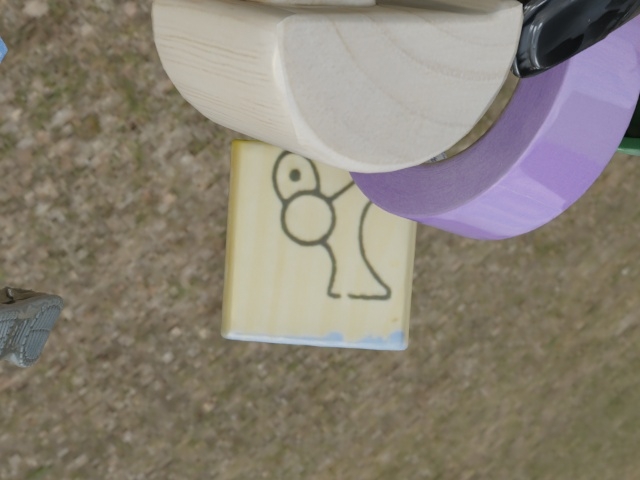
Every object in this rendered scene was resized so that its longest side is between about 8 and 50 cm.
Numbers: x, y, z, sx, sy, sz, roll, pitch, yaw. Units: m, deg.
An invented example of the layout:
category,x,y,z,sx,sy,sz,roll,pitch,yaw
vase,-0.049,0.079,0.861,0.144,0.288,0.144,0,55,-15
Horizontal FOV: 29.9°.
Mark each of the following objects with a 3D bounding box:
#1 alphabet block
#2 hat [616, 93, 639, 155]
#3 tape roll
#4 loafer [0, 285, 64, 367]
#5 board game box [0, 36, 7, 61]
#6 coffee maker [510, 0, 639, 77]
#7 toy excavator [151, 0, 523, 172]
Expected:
category,x,y,z,sx,sy,sz,roll,pitch,yaw
alphabet block,0.000,0.000,1.243,0.193,0.192,0.197,-123,-143,-87
hat,0.388,-0.142,1.423,0.183,0.208,0.173,61,42,-66
tape roll,0.134,-0.143,1.014,0.090,0.275,0.275,17,121,-38
loafer,-0.359,0.084,1.326,0.094,0.087,0.251,-64,173,-2
board game box,-0.310,-0.055,0.745,0.039,0.160,0.211,76,28,-62
coffee maker,0.109,-0.194,0.746,0.171,0.178,0.120,-36,158,23
toy excavator,0.078,-0.302,0.453,0.445,0.222,0.433,-35,127,-26
